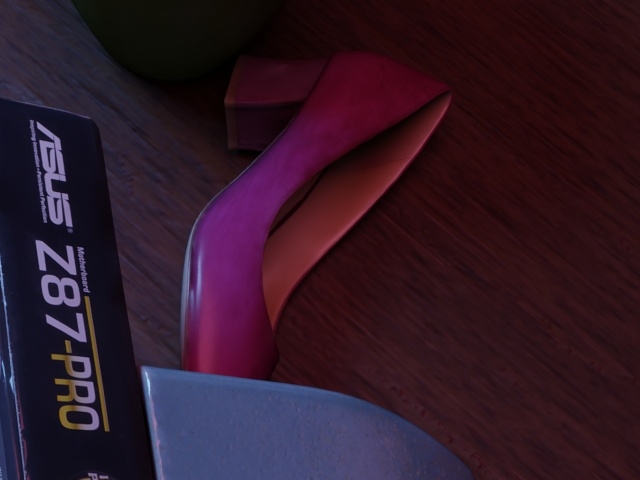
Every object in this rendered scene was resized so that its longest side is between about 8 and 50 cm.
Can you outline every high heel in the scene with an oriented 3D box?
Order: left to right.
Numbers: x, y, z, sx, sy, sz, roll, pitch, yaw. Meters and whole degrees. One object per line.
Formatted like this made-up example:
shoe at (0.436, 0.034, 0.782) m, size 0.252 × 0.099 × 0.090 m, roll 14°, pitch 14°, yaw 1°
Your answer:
high heel at (0.000, 0.000, 1.088) m, size 0.181 × 0.127 × 0.377 m, roll 5°, pitch 59°, yaw 5°

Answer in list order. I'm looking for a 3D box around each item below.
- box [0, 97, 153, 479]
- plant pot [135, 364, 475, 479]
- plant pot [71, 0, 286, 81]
box at (-0.225, 0.159, 0.872) m, size 0.097 × 0.318 × 0.395 m, roll 10°, pitch 56°, yaw -41°
plant pot at (-0.023, 0.235, 0.915) m, size 0.252 × 0.247 × 0.248 m, roll 2°, pitch 62°, yaw -28°
plant pot at (-0.109, -0.257, 1.112) m, size 0.274 × 0.293 × 0.275 m, roll 4°, pitch 62°, yaw -7°
